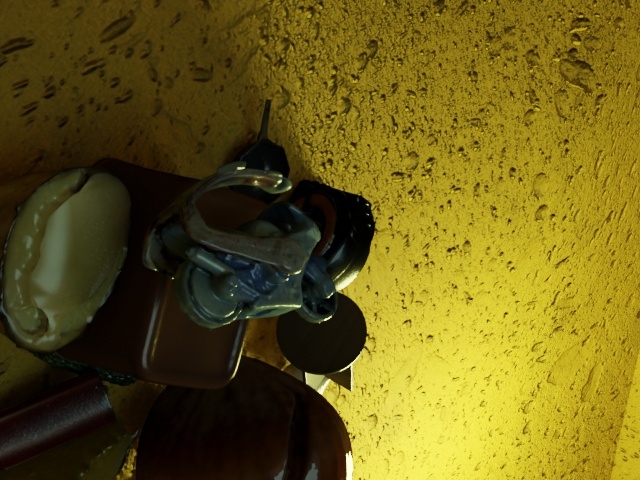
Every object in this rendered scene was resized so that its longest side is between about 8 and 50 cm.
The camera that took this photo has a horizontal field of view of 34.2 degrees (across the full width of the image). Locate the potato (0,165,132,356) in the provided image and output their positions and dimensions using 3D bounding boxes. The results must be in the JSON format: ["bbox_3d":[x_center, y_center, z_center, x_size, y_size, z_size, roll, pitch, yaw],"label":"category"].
[{"bbox_3d":[-0.427,0.011,1.549,0.242,0.242,0.286,10,96,-48],"label":"potato"}]

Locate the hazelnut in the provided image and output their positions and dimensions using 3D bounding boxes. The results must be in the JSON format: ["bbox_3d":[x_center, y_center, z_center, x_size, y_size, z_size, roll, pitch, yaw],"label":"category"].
[{"bbox_3d":[-0.146,0.397,1.902,0.359,0.409,0.359,-11,90,-67],"label":"hazelnut"}]

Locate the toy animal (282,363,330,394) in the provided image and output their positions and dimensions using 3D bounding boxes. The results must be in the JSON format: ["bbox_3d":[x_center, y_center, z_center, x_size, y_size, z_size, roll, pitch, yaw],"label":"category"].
[{"bbox_3d":[-0.007,0.201,2.164,0.130,0.103,0.221,-2,112,-44],"label":"toy animal"}]

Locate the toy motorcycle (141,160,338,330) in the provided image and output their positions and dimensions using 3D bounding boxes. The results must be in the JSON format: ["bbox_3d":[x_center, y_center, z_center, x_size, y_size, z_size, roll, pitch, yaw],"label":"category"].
[{"bbox_3d":[-0.093,0.007,1.547,0.319,0.182,0.241,1,97,-47],"label":"toy motorcycle"}]

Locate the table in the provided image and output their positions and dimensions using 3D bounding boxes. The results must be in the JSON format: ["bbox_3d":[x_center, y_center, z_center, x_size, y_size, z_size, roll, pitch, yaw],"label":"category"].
[{"bbox_3d":[0.005,0.216,1.989,0.167,0.167,0.227,-44,159,-20],"label":"table"}]

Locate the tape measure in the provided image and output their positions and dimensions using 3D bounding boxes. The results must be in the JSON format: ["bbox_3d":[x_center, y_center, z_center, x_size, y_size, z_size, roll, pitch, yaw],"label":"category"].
[{"bbox_3d":[0.000,0.000,1.992,0.135,0.202,0.223,37,78,-44],"label":"tape measure"}]

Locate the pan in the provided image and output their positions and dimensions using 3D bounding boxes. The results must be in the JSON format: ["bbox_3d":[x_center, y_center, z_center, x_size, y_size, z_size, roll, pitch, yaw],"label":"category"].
[{"bbox_3d":[-0.106,-0.158,1.912,0.128,0.048,0.202,13,103,-49],"label":"pan"}]

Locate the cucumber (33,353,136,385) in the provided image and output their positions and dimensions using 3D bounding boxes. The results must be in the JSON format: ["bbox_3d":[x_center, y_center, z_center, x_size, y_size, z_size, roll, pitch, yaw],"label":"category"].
[{"bbox_3d":[-0.404,0.195,1.782,0.265,0.077,0.077,25,92,-47],"label":"cucumber"}]

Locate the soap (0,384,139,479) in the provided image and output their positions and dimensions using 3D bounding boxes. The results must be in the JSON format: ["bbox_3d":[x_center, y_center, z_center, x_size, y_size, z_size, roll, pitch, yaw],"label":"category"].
[{"bbox_3d":[-0.492,0.399,1.727,0.304,0.169,0.339,18,97,-59],"label":"soap"}]

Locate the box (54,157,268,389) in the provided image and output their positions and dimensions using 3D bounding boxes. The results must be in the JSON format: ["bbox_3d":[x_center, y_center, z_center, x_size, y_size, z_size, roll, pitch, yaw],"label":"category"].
[{"bbox_3d":[-0.252,0.060,1.693,0.239,0.229,0.340,17,86,-49],"label":"box"}]

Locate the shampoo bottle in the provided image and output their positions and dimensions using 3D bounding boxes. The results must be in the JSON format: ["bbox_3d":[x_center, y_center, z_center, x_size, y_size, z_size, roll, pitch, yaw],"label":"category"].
[{"bbox_3d":[-0.475,0.309,1.720,0.260,0.064,0.102,-23,107,-15],"label":"shampoo bottle"}]
